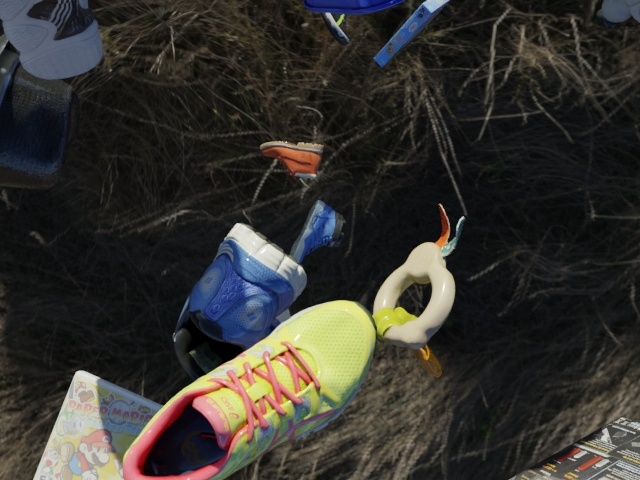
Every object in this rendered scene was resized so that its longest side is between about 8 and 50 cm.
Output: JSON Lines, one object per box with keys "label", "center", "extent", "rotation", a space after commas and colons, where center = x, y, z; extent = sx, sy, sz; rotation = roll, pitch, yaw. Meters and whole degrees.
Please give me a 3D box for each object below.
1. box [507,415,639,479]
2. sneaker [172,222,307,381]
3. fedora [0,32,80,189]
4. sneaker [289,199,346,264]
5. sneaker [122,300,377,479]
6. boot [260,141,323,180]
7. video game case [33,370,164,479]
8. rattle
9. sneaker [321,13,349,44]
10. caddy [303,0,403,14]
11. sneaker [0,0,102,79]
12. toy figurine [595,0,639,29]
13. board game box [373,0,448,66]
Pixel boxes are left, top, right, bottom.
{"label": "box", "center": [0.421, 0.338, 0.791], "extent": [0.243, 0.307, 0.076], "rotation": [-20, 97, -20]}
{"label": "sneaker", "center": [-0.115, 0.104, 0.754], "extent": [0.130, 0.330, 0.147], "rotation": [37, 67, 11]}
{"label": "fedora", "center": [-0.528, -0.202, 1.142], "extent": [0.153, 0.334, 0.333], "rotation": [16, 104, -20]}
{"label": "sneaker", "center": [0.000, 0.000, 1.238], "extent": [0.085, 0.058, 0.152], "rotation": [30, 58, -10]}
{"label": "sneaker", "center": [-0.046, 0.114, 0.438], "extent": [0.209, 0.094, 0.081], "rotation": [-38, 75, -4]}
{"label": "boot", "center": [-0.070, -0.177, 1.396], "extent": [0.059, 0.158, 0.084], "rotation": [-8, 106, -58]}
{"label": "video game case", "center": [-0.330, 0.346, 1.006], "extent": [0.227, 0.026, 0.206], "rotation": [19, 85, 15]}
{"label": "rattle", "center": [0.170, 0.072, 0.868], "extent": [0.143, 0.130, 0.199], "rotation": [33, 72, -15]}
{"label": "sneaker", "center": [0.038, -0.644, 1.686], "extent": [0.097, 0.084, 0.234], "rotation": [-26, 96, 5]}
{"label": "caddy", "center": [0.095, -0.594, 1.379], "extent": [0.241, 0.341, 0.179], "rotation": [-43, 131, -21]}
{"label": "sneaker", "center": [-0.364, -0.367, 0.781], "extent": [0.138, 0.366, 0.210], "rotation": [-18, 83, -18]}
{"label": "toy figurine", "center": [0.294, -0.203, 0.420], "extent": [0.213, 0.209, 0.148], "rotation": [-31, 97, 25]}
{"label": "board game box", "center": [0.251, -0.579, 1.718], "extent": [0.039, 0.160, 0.211], "rotation": [46, 136, -2]}
